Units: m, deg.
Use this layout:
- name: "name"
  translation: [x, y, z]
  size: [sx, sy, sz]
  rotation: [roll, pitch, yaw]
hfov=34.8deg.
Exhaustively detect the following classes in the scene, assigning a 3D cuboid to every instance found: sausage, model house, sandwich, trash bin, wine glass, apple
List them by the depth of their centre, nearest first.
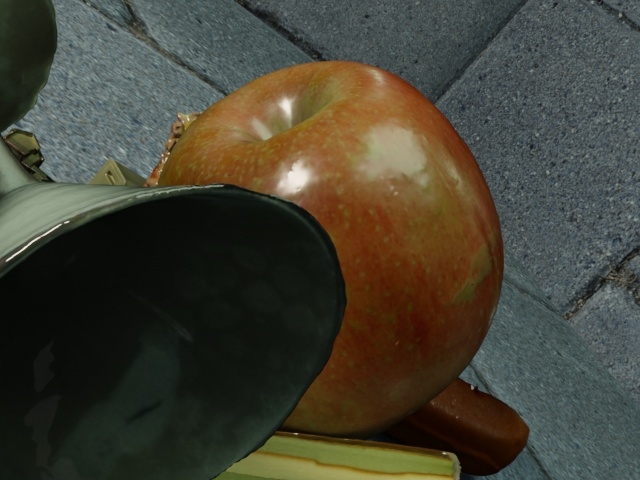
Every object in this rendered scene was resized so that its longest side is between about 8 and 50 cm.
- name: "wine glass"
  translation: [-0.201, -0.032, 0.677]
  size: [0.267, 0.267, 0.406]
  rotation: [25, 17, -48]
- name: "sandwich"
  translation: [-0.011, 0.170, 0.757]
  size: [0.187, 0.144, 0.117]
  rotation: [41, 12, -7]
- name: "apple"
  translation: [0.000, 0.000, 0.890]
  size: [0.277, 0.319, 0.319]
  rotation: [57, 7, -27]
- name: "model house"
  translation: [-0.260, -0.057, 0.932]
  size: [0.083, 0.057, 0.058]
  rotation: [39, 19, -6]
- name: "trash bin"
  translation: [-0.191, -0.034, 1.036]
  size: [0.092, 0.061, 0.043]
  rotation: [28, 20, -49]
- name: "sausage"
  translation: [0.102, 0.177, 1.125]
  size: [0.330, 0.102, 0.102]
  rotation: [33, 17, -29]

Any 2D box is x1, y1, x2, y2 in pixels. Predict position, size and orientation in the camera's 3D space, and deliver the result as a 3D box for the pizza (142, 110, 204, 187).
- name: "pizza"
  translation: [-0.136, -0.029, 1.013]
  size: [0.053, 0.193, 0.201]
  rotation: [0, -14, 30]
